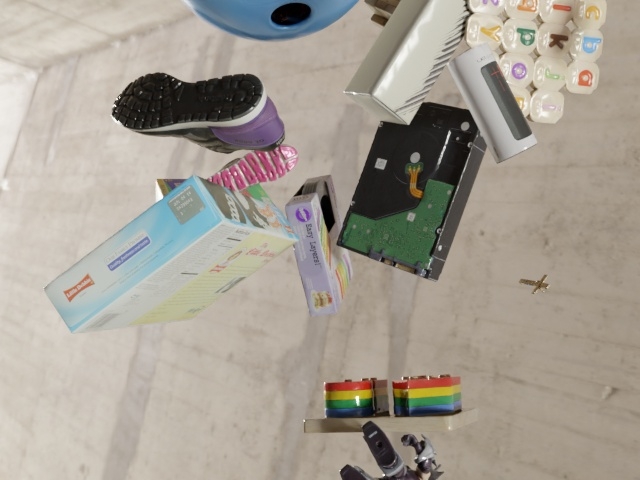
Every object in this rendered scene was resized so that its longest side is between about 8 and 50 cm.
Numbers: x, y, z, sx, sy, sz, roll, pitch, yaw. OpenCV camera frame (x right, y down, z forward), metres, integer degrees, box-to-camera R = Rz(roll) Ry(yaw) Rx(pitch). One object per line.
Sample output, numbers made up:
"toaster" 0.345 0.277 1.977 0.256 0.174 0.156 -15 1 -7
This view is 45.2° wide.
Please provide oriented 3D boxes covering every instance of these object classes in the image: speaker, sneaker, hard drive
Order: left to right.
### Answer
"sneaker" -0.186 -0.173 1.159 0.283 0.124 0.107 9 -116 30
"sneaker" -0.118 -0.122 1.314 0.170 0.063 0.075 -25 -166 7
"hard drive" 0.188 -0.111 1.551 0.237 0.064 0.338 19 -90 39
"speaker" 0.202 -0.163 0.912 0.055 0.055 0.136 -26 -89 42

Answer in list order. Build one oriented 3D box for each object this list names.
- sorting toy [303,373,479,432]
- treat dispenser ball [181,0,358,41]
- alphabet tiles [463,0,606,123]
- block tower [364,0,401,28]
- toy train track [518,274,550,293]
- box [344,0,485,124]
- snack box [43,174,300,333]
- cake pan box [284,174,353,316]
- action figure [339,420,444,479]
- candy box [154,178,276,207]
"sorting toy" 0.132 0.290 1.383 0.257 0.255 0.089 -6 -100 21
"treat dispenser ball" -0.060 -0.382 0.903 0.288 0.288 0.288 -19 -116 45
"alphabet tiles" 0.369 -0.348 1.329 0.021 0.278 0.284 -154 -114 -68
"block tower" 0.224 -0.603 1.637 0.091 0.097 0.335 36 -83 28
"toy train track" 0.419 0.087 1.500 0.048 0.014 0.083 -51 -157 -12
"box" 0.164 -0.338 1.312 0.275 0.094 0.113 -58 -153 -1
"snack box" -0.145 0.022 0.872 0.187 0.322 0.060 -36 -99 7
"cake pan box" 0.000 0.000 1.700 0.070 0.246 0.266 -10 -75 12
"action figure" 0.117 0.401 1.306 0.185 0.285 0.099 -47 -120 -8
"candy box" -0.313 -0.089 2.251 0.268 0.317 0.122 -129 -140 -59
